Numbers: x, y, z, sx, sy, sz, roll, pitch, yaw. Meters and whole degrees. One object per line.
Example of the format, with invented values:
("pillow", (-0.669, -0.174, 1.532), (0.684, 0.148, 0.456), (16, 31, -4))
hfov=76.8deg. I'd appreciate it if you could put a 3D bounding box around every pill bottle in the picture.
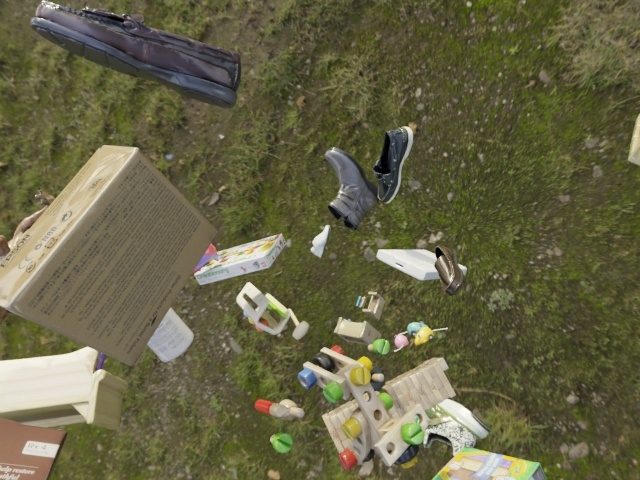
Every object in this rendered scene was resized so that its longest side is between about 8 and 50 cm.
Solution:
("pill bottle", (-0.533, 0.271, 1.317), (0.131, 0.131, 0.229), (-25, 112, 18))

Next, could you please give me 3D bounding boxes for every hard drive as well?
("hard drive", (0.432, 0.097, 1.707), (0.233, 0.353, 0.047), (27, 108, 41))

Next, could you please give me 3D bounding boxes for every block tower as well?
("block tower", (0.176, 0.412, 1.019), (0.336, 0.091, 0.097), (-25, 78, -9))

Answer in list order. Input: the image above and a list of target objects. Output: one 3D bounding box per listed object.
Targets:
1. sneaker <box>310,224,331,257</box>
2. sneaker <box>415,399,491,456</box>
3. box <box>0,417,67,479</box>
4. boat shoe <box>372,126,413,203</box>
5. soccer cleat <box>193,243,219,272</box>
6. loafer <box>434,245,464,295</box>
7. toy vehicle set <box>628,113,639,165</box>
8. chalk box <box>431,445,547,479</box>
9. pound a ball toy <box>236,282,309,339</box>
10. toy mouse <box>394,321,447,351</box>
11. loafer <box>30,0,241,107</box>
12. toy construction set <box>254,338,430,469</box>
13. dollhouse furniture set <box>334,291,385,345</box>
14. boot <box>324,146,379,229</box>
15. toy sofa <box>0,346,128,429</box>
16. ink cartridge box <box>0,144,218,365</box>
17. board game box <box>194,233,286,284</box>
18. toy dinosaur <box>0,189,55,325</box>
("sneaker", (0.000, 0.000, 1.656), (0.061, 0.053, 0.152), (26, 119, 10))
("sneaker", (0.396, 0.652, 1.479), (0.182, 0.410, 0.158), (-50, 117, -20))
("box", (-0.552, 0.460, 0.608), (0.191, 0.143, 0.381), (20, 105, -21))
("boat shoe", (0.269, -0.299, 1.647), (0.340, 0.113, 0.127), (106, 150, -42))
("soccer cleat", (-0.477, 0.090, 1.413), (0.248, 0.083, 0.095), (-32, 113, -19))
("loafer", (0.407, 0.095, 1.325), (0.078, 0.220, 0.080), (23, 122, -7))
("toy vehicle set", (0.386, -0.208, 0.369), (0.035, 0.166, 0.266), (30, 134, 22))
("chalk box", (0.335, 0.486, 0.730), (0.213, 0.132, 0.132), (-23, 87, 55))
("pound a ball toy", (-0.214, 0.317, 1.698), (0.135, 0.208, 0.319), (-57, 30, -6))
("toy mouse", (0.258, 0.269, 1.165), (0.161, 0.143, 0.031), (-25, 95, -19))
("loafer", (-0.272, -0.306, 0.643), (0.109, 0.303, 0.095), (19, 95, 59))
("toy construction set", (0.056, 0.328, 0.782), (0.237, 0.309, 0.257), (-31, 60, 59))
("dollhouse furniture set", (0.168, 0.308, 1.574), (0.129, 0.129, 0.183), (0, 57, 42))
("boot", (0.100, -0.222, 1.749), (0.338, 0.118, 0.222), (44, 72, -10))
("toy sofa", (-0.672, 0.374, 0.961), (0.363, 0.150, 0.177), (-6, 59, -6))
("ink cartridge box", (-0.276, 0.022, 0.551), (0.088, 0.193, 0.234), (11, 61, 30))
("board game box", (-0.298, 0.071, 1.520), (0.305, 0.193, 0.053), (-15, 110, 21))
("toy dinosaur", (-0.570, 0.032, 0.779), (0.127, 0.295, 0.200), (38, 127, -16))
